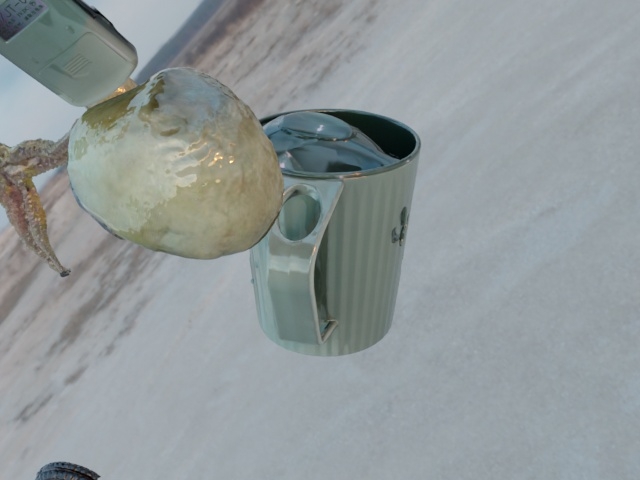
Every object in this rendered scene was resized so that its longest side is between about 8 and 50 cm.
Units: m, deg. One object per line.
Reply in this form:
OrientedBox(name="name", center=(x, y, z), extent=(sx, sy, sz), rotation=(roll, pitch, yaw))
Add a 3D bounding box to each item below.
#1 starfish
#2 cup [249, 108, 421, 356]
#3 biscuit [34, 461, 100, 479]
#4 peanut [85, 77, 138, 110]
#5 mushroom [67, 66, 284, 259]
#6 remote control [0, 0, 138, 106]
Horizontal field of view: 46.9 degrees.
OrientedBox(name="starfish", center=(-0.636, -0.086, 1.448), extent=(0.132, 0.398, 0.383), rotation=(51, 140, 48))
OrientedBox(name="cup", center=(-0.017, -0.009, 1.290), extent=(0.310, 0.392, 0.401), rotation=(23, 35, 36))
OrientedBox(name="biscuit", center=(-0.284, 0.284, 0.840), extent=(0.089, 0.087, 0.027), rotation=(-4, 38, 16))
OrientedBox(name="peanut", center=(-0.535, -0.383, 1.715), extent=(0.130, 0.290, 0.130), rotation=(-44, -8, -8))
OrientedBox(name="mushroom", center=(-0.177, -0.104, 0.859), extent=(0.190, 0.267, 0.164), rotation=(-27, -30, -35))
OrientedBox(name="remote control", center=(-0.386, -0.299, 1.003), extent=(0.140, 0.296, 0.056), rotation=(-30, 50, 19))
